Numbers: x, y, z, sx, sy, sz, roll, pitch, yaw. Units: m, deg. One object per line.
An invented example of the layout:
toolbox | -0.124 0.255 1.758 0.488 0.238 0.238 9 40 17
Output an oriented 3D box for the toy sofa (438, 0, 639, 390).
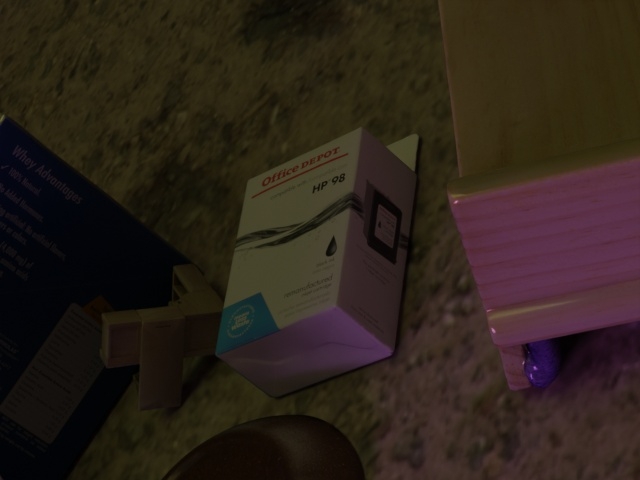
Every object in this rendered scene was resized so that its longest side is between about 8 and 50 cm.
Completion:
toy sofa | 0.149 -0.099 1.149 0.150 0.177 0.362 -12 44 10

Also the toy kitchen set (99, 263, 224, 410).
toy kitchen set | -0.114 0.066 1.344 0.075 0.083 0.068 -131 40 -56

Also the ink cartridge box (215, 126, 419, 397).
ink cartridge box | 0.000 0.000 1.274 0.104 0.060 0.180 -24 42 35

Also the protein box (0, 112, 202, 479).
protein box | -0.233 0.037 1.385 0.201 0.200 0.136 -56 35 -9

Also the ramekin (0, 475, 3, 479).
ramekin | -0.330 0.229 1.263 0.277 0.277 0.135 -58 27 -11

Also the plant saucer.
plant saucer | -0.060 0.185 1.194 0.198 0.036 0.199 -31 38 28
